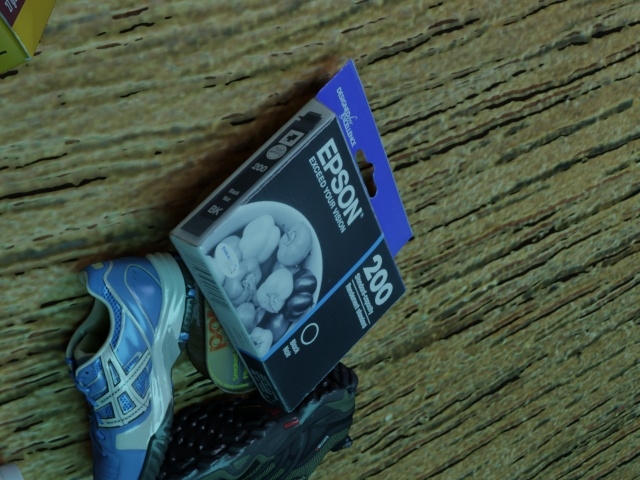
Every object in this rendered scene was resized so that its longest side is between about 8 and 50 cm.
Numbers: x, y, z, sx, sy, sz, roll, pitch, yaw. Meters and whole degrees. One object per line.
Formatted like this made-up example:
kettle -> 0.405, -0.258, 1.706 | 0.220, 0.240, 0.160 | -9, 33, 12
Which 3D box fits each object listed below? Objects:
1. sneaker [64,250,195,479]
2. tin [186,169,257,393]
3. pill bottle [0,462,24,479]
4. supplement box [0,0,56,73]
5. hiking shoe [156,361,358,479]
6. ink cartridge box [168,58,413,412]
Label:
sneaker -> -0.157, 0.108, 0.834 | 0.081, 0.080, 0.211 | 3, 102, -30
tin -> -0.062, 0.033, 0.870 | 0.106, 0.040, 0.190 | -25, 127, -43
pill bottle -> -0.277, 0.202, 0.797 | 0.116, 0.065, 0.065 | -11, 120, -31
supplement box -> -0.256, -0.149, 0.506 | 0.194, 0.129, 0.191 | -23, 123, 13
hiking shoe -> -0.058, 0.192, 0.936 | 0.226, 0.086, 0.114 | -22, 121, -27
ink cartridge box -> 0.000, 0.000, 0.859 | 0.208, 0.045, 0.206 | -47, 137, -22
